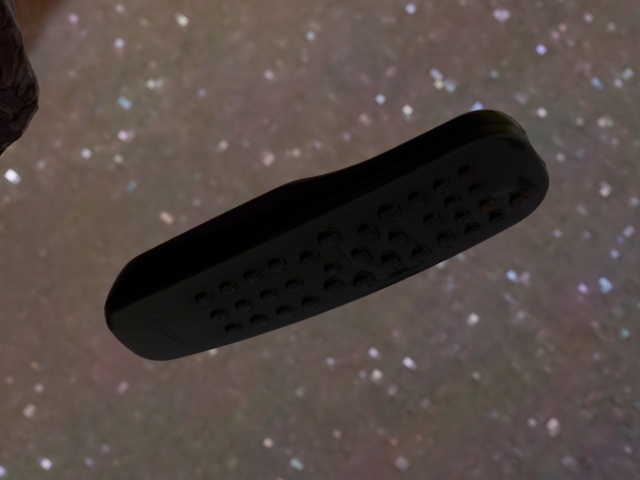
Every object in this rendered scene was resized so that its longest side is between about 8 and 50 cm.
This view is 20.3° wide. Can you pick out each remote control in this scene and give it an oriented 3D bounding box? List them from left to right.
[{"bbox_3d":[0.000,0.000,0.845,0.222,0.072,0.042,-23,-129,15],"label":"remote control"}]

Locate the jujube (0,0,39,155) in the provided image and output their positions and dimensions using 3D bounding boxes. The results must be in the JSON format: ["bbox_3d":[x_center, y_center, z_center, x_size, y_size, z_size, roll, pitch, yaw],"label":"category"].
[{"bbox_3d":[-0.205,-0.102,0.676,0.168,0.236,0.168,-16,-126,23],"label":"jujube"}]
